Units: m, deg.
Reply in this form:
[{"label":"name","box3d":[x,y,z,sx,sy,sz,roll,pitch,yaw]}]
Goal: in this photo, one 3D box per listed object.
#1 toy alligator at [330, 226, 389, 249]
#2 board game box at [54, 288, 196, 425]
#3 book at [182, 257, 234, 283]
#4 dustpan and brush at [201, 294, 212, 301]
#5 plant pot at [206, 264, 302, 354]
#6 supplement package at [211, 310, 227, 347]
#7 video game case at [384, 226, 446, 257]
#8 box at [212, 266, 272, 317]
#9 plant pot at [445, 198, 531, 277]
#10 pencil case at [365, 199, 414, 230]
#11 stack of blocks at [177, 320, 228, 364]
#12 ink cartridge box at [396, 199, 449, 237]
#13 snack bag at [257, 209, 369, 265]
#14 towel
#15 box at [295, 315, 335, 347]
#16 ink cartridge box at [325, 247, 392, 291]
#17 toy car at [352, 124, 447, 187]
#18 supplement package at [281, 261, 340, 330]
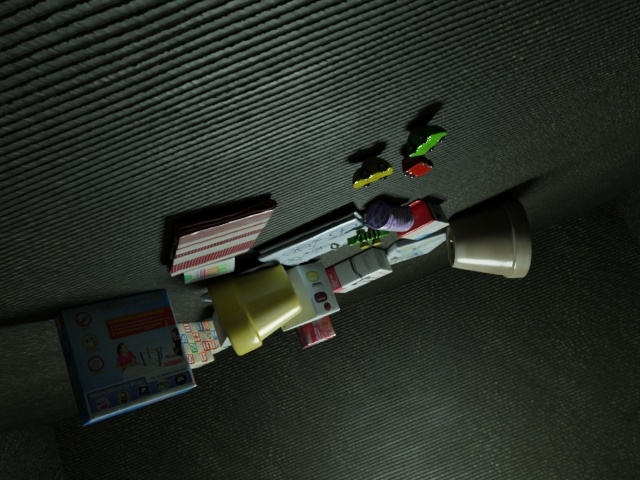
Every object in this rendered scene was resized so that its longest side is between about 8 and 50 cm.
[{"label":"toy alligator","box3d":[0.123,-0.006,1.746,0.189,0.056,0.051,-14,167,-9]},{"label":"board game box","box3d":[-0.543,0.316,1.613,0.308,0.302,0.086,-9,162,-39]},{"label":"book","box3d":[-0.316,0.076,1.622,0.144,0.035,0.096,-16,161,-17]},{"label":"dustpan and brush","box3d":[-0.305,0.193,1.963,0.211,0.147,0.060,5,-144,22]},{"label":"plant pot","box3d":[-0.198,0.195,1.806,0.239,0.254,0.254,-25,167,-8]},{"label":"supplement package","box3d":[-0.340,0.324,2.293,0.133,0.139,0.244,-15,165,-21]},{"label":"video game case","box3d":[0.405,0.033,2.529,0.328,0.036,0.300,-15,165,-23]},{"label":"box","box3d":[-0.263,0.184,2.033,0.324,0.067,0.063,-32,163,38]},{"label":"plant pot","box3d":[0.665,0.003,2.343,0.280,0.323,0.323,-6,166,2]},{"label":"pencil case","box3d":[0.216,-0.073,1.752,0.206,0.086,0.088,-2,122,-59]},{"label":"stack of blocks","box3d":[-0.508,0.430,2.373,0.087,0.171,0.297,-27,166,20]},{"label":"ink cartridge box","box3d":[0.330,-0.067,1.949,0.134,0.078,0.231,-29,164,26]},{"label":"snack bag","box3d":[0.000,0.000,1.796,0.323,0.037,0.342,-24,169,11]},{"label":"towel","box3d":[-0.252,-0.003,1.410,0.237,0.037,0.329,-18,168,-24]},{"label":"box","box3d":[-0.051,0.304,2.404,0.128,0.257,0.122,-17,167,-19]},{"label":"ink cartridge box","box3d":[0.156,0.126,2.370,0.237,0.100,0.172,-26,166,18]},{"label":"toy car","box3d":[0.200,-0.201,1.297,0.239,0.053,0.225,-14,164,-31]},{"label":"supplement package","box3d":[-0.062,0.196,2.065,0.149,0.194,0.203,-25,172,24]}]
